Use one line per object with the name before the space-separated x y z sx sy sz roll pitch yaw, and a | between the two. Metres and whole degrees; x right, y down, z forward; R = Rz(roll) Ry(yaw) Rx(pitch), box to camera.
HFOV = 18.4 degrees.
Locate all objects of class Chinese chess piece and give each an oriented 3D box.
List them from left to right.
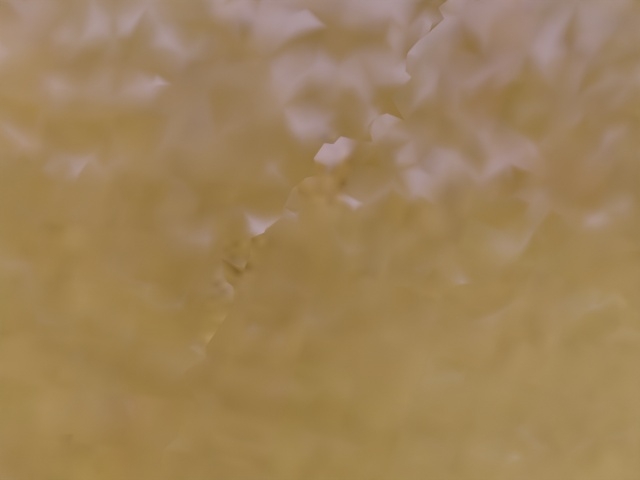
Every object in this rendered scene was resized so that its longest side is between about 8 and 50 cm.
Chinese chess piece | 0.000 0.000 0.378 0.238 0.092 0.238 -1 115 -2
